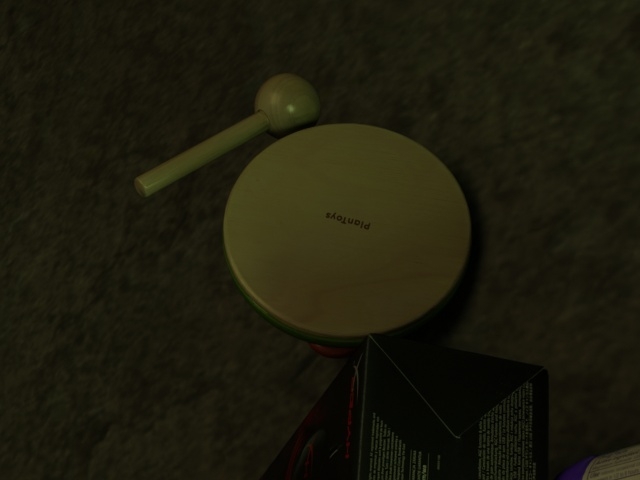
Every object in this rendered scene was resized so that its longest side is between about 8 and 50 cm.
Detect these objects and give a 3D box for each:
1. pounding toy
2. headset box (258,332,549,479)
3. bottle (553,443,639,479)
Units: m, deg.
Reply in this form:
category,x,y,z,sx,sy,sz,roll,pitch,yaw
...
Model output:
category,x,y,z,sx,sy,sz,roll,pitch,yaw
pounding toy,0.000,0.000,1.090,0.237,0.110,0.183,40,67,21
headset box,0.026,0.217,0.833,0.293,0.110,0.218,121,158,-58
bottle,0.245,0.126,0.683,0.283,0.118,0.092,-27,47,42
